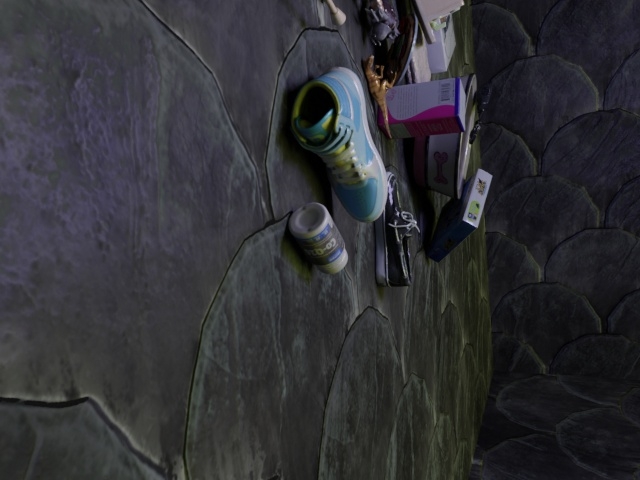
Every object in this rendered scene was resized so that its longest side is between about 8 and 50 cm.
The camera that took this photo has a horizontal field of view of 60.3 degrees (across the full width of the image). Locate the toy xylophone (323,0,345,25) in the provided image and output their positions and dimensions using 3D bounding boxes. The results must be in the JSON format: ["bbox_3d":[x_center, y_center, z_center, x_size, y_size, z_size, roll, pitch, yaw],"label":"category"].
[{"bbox_3d":[-0.018,-0.552,1.019,0.322,0.081,0.237,36,56,-61],"label":"toy xylophone"}]

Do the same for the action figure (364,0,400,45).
[{"bbox_3d":[0.153,-0.633,1.402,0.185,0.099,0.285,20,74,-72],"label":"action figure"}]

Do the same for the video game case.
[{"bbox_3d":[0.483,-0.083,1.931,0.244,0.061,0.269,-63,-177,-33],"label":"video game case"}]

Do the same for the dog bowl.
[{"bbox_3d":[0.412,-0.344,1.821,0.408,0.150,0.409,8,90,-71],"label":"dog bowl"}]

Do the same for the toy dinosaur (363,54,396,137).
[{"bbox_3d":[0.156,-0.387,1.448,0.112,0.064,0.212,-46,123,-34],"label":"toy dinosaur"}]

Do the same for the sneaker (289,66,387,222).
[{"bbox_3d":[0.030,-0.165,1.058,0.208,0.127,0.319,-42,117,-62],"label":"sneaker"}]

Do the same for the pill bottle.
[{"bbox_3d":[0.000,0.000,1.029,0.137,0.078,0.078,58,38,-48],"label":"pill bottle"}]

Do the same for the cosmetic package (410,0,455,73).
[{"bbox_3d":[0.399,-0.828,1.964,0.284,0.097,0.378,-66,146,-49],"label":"cosmetic package"}]

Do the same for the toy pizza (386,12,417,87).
[{"bbox_3d":[0.213,-0.520,1.504,0.201,0.032,0.202,-168,-90,-80],"label":"toy pizza"}]

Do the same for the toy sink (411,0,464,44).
[{"bbox_3d":[0.357,-0.749,1.710,0.153,0.131,0.234,-72,138,-70],"label":"toy sink"}]

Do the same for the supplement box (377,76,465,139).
[{"bbox_3d":[0.276,-0.355,1.500,0.114,0.219,0.111,30,62,-64],"label":"supplement box"}]

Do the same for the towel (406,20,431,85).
[{"bbox_3d":[0.324,-0.566,1.831,0.187,0.049,0.282,-61,141,-50],"label":"towel"}]

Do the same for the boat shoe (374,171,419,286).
[{"bbox_3d":[0.203,-0.030,1.453,0.113,0.104,0.307,15,75,-65],"label":"boat shoe"}]

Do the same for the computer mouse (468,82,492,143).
[{"bbox_3d":[0.526,-0.429,1.845,0.071,0.041,0.242,107,4,-68],"label":"computer mouse"}]
